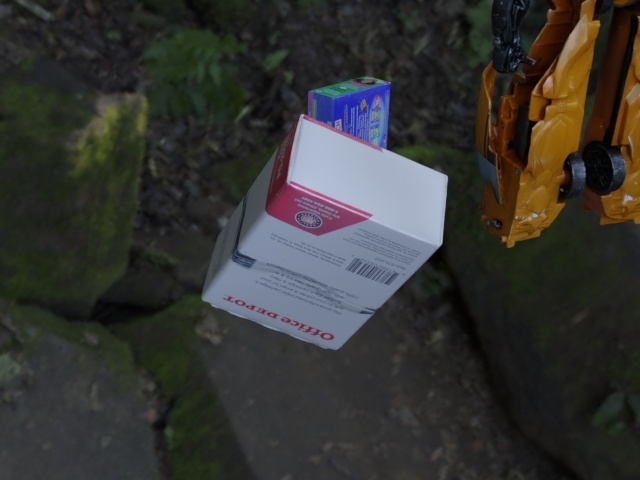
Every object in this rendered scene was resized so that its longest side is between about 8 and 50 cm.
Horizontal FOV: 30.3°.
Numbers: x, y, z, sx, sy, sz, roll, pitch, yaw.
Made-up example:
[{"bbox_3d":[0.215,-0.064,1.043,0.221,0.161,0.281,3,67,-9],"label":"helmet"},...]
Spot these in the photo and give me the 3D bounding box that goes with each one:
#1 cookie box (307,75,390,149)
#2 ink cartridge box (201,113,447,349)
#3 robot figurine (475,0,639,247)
[{"bbox_3d":[0.033,-0.136,1.372,0.040,0.092,0.107,18,26,36],"label":"cookie box"},{"bbox_3d":[0.000,0.000,1.247,0.172,0.237,0.100,22,51,-15],"label":"ink cartridge box"},{"bbox_3d":[0.212,-0.141,0.950,0.211,0.291,0.085,-9,31,-23],"label":"robot figurine"}]
